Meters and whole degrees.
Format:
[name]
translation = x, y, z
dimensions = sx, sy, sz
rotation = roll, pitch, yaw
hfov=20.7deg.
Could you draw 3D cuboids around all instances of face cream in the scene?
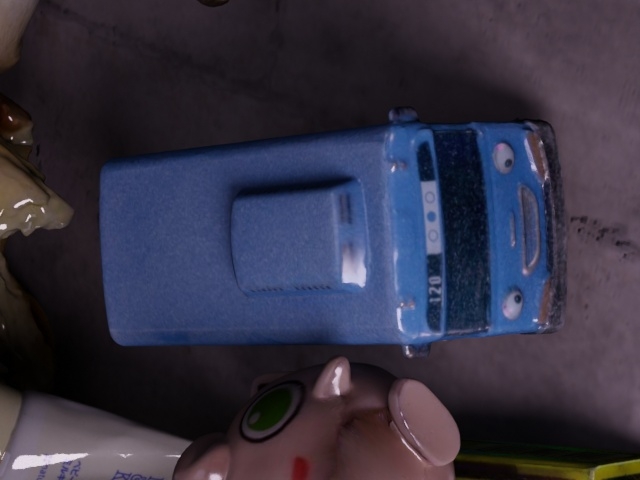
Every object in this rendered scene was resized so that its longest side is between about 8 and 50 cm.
[face cream]
translation = -0.117, 0.141, 0.981
dimensions = 0.114, 0.224, 0.070
rotation = -54, 19, 32

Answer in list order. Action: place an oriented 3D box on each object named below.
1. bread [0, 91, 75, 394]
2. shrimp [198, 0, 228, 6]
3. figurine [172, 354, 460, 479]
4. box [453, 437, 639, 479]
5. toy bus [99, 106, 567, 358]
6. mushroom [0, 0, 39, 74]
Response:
[bread]
translation = -0.271, 0.088, 1.107
dimensions = 0.314, 0.191, 0.370
rotation = 46, 123, 22
[shrimp]
translation = -0.152, -0.332, 1.018
dimensions = 0.221, 0.110, 0.446
rotation = -32, 72, 9
[figurine]
translation = 0.001, 0.115, 0.820
dimensions = 0.138, 0.125, 0.125
rotation = -7, 87, 47
[box]
translation = 0.067, 0.172, 0.886
dimensions = 0.220, 0.064, 0.141
rotation = -1, 91, 47
[toy bus]
translation = 0.000, 0.000, 0.895
dimensions = 0.234, 0.133, 0.116
rotation = -4, 89, 45
[mushroom]
translation = -0.221, -0.239, 1.131
dimensions = 0.118, 0.103, 0.270
rotation = -2, 96, 47
